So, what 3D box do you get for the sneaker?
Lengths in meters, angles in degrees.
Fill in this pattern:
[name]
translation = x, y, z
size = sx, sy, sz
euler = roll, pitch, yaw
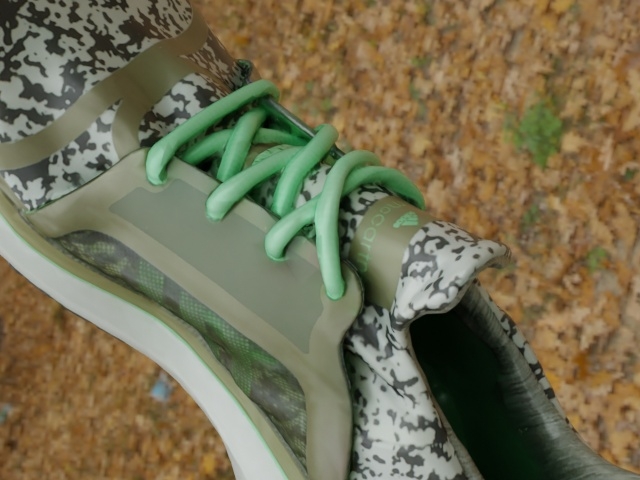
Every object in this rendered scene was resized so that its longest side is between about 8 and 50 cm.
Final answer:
[sneaker]
translation = 0.000, 0.000, 0.456
size = 0.182, 0.410, 0.158
euler = -29, 13, 50
